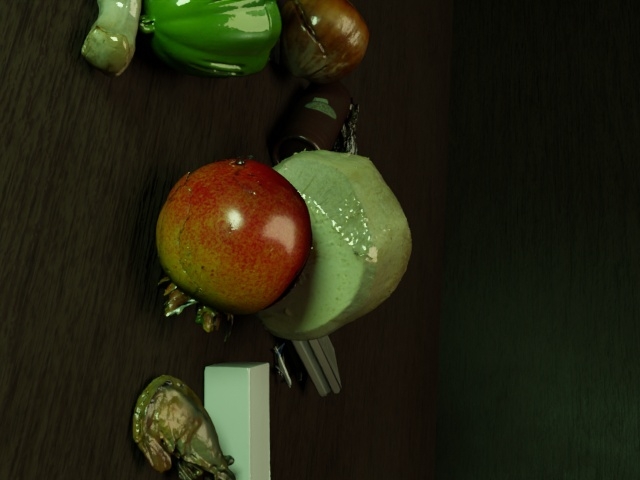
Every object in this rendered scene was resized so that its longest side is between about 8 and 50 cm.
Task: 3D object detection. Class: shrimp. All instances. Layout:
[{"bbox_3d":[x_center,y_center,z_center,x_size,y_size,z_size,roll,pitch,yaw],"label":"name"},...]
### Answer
[{"bbox_3d":[-0.176,0.299,0.956,0.117,0.066,0.262,-44,116,-46],"label":"shrimp"},{"bbox_3d":[0.035,-0.191,1.597,0.222,0.054,0.291,17,81,-70],"label":"shrimp"}]

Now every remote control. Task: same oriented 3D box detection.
[{"bbox_3d":[-0.024,0.184,1.373,0.103,0.055,0.277,-102,172,-45],"label":"remote control"}]

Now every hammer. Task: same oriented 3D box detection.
[{"bbox_3d":[-0.065,0.181,1.338,0.062,0.013,0.199,-91,165,-52],"label":"hammer"}]

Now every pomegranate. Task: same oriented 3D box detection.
[{"bbox_3d":[-0.118,0.007,0.943,0.235,0.210,0.210,-61,156,-3],"label":"pomegranate"}]

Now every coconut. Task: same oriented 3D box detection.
[{"bbox_3d":[0.000,0.000,1.151,0.254,0.297,0.298,-32,118,-64],"label":"coconut"}]

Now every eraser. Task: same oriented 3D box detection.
[{"bbox_3d":[-0.124,0.336,1.073,0.076,0.078,0.299,7,82,-70],"label":"eraser"}]

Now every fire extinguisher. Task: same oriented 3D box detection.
[{"bbox_3d":[-0.005,-0.266,1.425,0.344,0.102,0.138,-68,148,-48],"label":"fire extinguisher"}]

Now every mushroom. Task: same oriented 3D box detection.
[{"bbox_3d":[-0.236,-0.290,0.828,0.054,0.059,0.202,81,12,-75],"label":"mushroom"}]

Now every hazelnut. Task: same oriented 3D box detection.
[{"bbox_3d":[-0.006,-0.389,1.355,0.182,0.182,0.182,-2,90,-71],"label":"hazelnut"}]

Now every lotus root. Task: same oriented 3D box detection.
[{"bbox_3d":[-0.168,-0.285,0.911,0.186,0.186,0.186,-2,90,-71],"label":"lotus root"}]

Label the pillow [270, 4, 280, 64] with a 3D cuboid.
[{"bbox_3d":[-0.099,-0.389,1.247,0.090,0.048,0.150,-8,98,-74],"label":"pillow"}]

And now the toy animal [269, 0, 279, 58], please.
[{"bbox_3d":[-0.112,-0.316,1.099,0.225,0.093,0.121,-127,-145,-74],"label":"toy animal"}]

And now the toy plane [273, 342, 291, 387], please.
[{"bbox_3d":[-0.071,0.230,1.311,0.078,0.024,0.085,-45,125,-80],"label":"toy plane"}]
